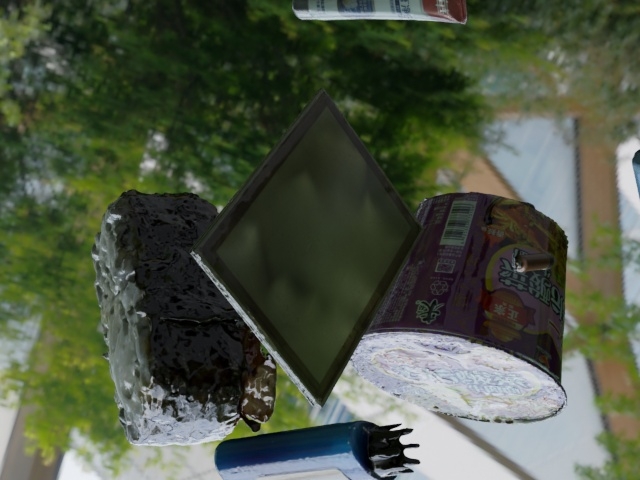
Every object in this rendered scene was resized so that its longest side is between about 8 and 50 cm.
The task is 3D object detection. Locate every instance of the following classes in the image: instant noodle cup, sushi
[{"bbox_3d":[0.234,0.100,1.698,0.340,0.340,0.266,21,-117,-6],"label":"instant noodle cup"},{"bbox_3d":[-0.158,0.086,1.270,0.182,0.196,0.343,-8,-128,-18],"label":"sushi"}]

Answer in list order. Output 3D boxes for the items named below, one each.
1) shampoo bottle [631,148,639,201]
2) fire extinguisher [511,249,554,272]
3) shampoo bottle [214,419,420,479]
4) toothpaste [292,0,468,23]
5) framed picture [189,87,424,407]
[{"bbox_3d":[0.404,-0.041,1.227,0.104,0.258,0.061,13,-136,42],"label":"shampoo bottle"},{"bbox_3d":[0.256,0.024,1.353,0.022,0.028,0.083,12,-171,41],"label":"fire extinguisher"},{"bbox_3d":[0.001,0.194,0.983,0.087,0.183,0.050,43,-137,-44],"label":"shampoo bottle"},{"bbox_3d":[0.071,-0.289,1.334,0.239,0.062,0.039,6,-155,35],"label":"toothpaste"},{"bbox_3d":[0.000,0.000,0.922,0.173,0.010,0.231,54,-135,-20],"label":"framed picture"}]
